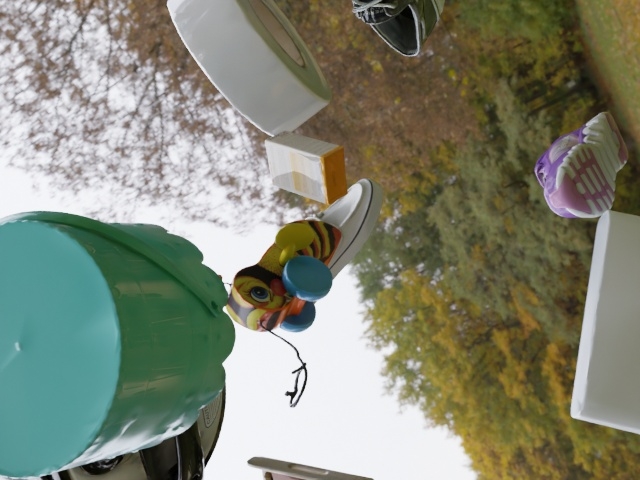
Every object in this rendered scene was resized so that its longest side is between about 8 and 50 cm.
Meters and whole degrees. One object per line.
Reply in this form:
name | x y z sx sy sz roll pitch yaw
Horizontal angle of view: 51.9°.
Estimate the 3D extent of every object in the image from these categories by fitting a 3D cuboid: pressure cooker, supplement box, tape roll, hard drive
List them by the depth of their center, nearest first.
hard drive | 0.467 0.116 0.704 0.047 0.352 0.233 80 -156 -74
supplement box | -0.017 -0.087 0.774 0.036 0.098 0.062 -34 -49 -35
tape roll | -0.103 -0.302 1.030 0.286 0.100 0.286 48 -162 -22
pressure cooker | -0.367 0.279 1.117 0.370 0.420 0.376 43 -124 -42

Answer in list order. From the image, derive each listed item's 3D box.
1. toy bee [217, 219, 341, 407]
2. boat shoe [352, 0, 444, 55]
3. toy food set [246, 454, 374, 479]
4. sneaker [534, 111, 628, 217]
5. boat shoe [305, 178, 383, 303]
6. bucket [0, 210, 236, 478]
toy bee | -0.066 0.058 0.906 0.162 0.195 0.298 22 -160 -5
boat shoe | 0.098 -0.372 0.955 0.335 0.121 0.119 19 -97 -56
toy food set | -0.013 0.529 1.160 0.092 0.219 0.306 -42 -48 -61
sneaker | 0.339 -0.091 0.894 0.236 0.104 0.095 -42 -73 -47
boat shoe | 0.000 0.000 1.106 0.088 0.268 0.096 30 -166 -33
bucket | -0.252 0.103 0.689 0.281 0.281 0.183 70 -164 11
